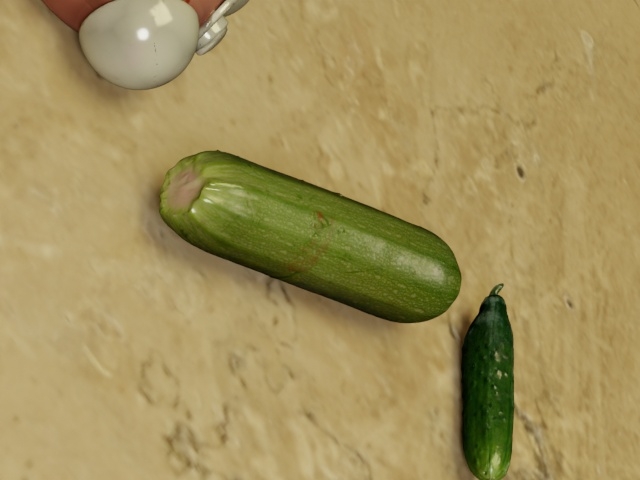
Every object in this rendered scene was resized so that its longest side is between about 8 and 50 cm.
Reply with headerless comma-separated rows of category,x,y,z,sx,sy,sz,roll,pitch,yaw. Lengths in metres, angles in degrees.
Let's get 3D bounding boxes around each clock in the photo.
clock,-0.104,-0.179,0.940,0.162,0.092,0.166,54,34,-15

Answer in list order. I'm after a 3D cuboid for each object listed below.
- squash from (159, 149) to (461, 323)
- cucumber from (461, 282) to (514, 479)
squash,0.000,0.000,0.965,0.229,0.066,0.066,21,50,-43
cucumber,0.110,0.094,1.064,0.037,0.037,0.155,35,43,-32
